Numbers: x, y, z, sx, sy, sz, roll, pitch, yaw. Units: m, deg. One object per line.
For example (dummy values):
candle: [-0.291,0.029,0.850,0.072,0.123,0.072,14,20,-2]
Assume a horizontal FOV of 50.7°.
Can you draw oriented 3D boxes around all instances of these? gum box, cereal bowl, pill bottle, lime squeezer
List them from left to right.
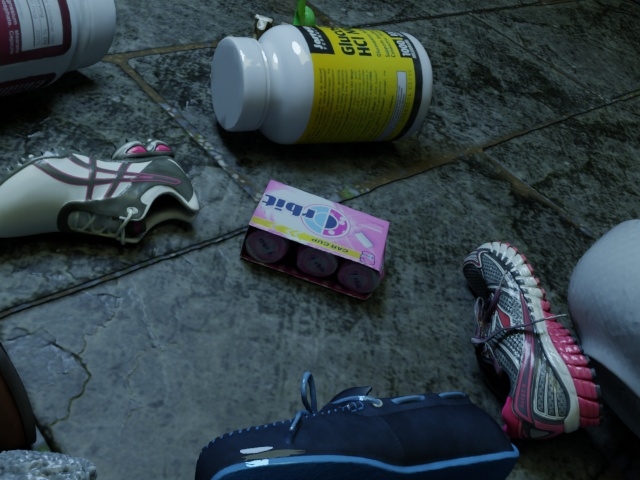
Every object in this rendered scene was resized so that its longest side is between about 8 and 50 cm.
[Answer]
pill bottle: [-0.484,-0.303,0.919,0.224,0.224,0.392,31,32,13]
lime squeezer: [-0.002,-0.361,1.149,0.110,0.058,0.310,10,-9,24]
gum box: [0.000,0.000,0.912,0.188,0.062,0.107,19,39,-1]
pill bottle: [0.001,-0.253,1.107,0.334,0.188,0.188,-7,46,-29]
cereal bowl: [0.400,0.146,0.760,0.141,0.339,0.339,-37,57,-1]

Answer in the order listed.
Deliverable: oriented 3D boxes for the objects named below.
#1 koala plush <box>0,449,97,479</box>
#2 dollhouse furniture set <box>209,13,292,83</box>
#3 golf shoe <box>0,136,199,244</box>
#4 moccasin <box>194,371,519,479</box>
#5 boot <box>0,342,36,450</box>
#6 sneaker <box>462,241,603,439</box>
koala plush: [-0.123,0.261,0.476,0.221,0.196,0.203,0,55,-23]
dollhouse furniture set: [-0.113,-0.317,1.262,0.144,0.123,0.151,18,74,-2]
golf shoe: [-0.276,-0.050,0.828,0.273,0.105,0.120,-22,62,-39]
moccasin: [0.033,0.207,0.658,0.342,0.137,0.117,11,33,-33]
boot: [-0.404,0.134,0.532,0.280,0.264,0.096,-36,28,-25]
sneaker: [0.237,0.111,0.851,0.112,0.121,0.299,-18,36,2]
